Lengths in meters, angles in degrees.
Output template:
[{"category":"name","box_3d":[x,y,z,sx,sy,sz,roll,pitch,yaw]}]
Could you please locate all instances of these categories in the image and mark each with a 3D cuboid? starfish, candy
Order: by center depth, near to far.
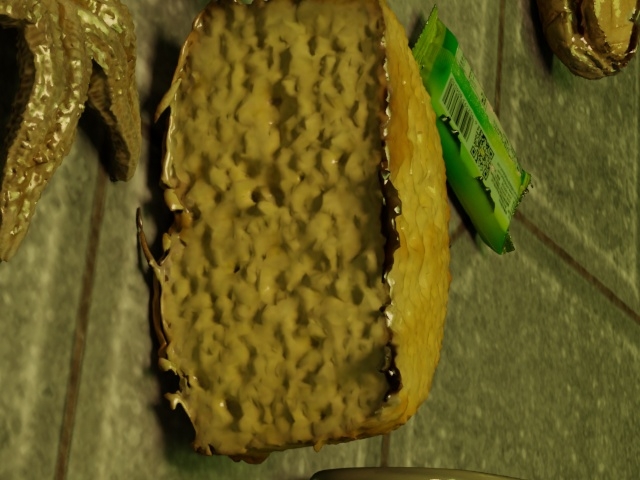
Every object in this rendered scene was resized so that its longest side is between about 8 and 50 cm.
[{"category":"starfish","box_3d":[-0.144,-0.128,0.911,0.236,0.062,0.277,5,75,-65]},{"category":"candy","box_3d":[0.110,-0.081,1.335,0.178,0.032,0.102,56,35,-34]}]

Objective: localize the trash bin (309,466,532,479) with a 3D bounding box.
[{"category":"trash bin","box_3d":[0.080,0.274,1.118,0.243,0.121,0.247,18,71,-57]}]

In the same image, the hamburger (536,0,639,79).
[{"category":"hamburger","box_3d":[0.218,-0.233,1.513,0.102,0.087,0.176,26,67,-42]}]

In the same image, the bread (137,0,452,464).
[{"category":"bread","box_3d":[-0.002,-0.004,1.006,0.147,0.160,0.260,20,63,-62]}]
